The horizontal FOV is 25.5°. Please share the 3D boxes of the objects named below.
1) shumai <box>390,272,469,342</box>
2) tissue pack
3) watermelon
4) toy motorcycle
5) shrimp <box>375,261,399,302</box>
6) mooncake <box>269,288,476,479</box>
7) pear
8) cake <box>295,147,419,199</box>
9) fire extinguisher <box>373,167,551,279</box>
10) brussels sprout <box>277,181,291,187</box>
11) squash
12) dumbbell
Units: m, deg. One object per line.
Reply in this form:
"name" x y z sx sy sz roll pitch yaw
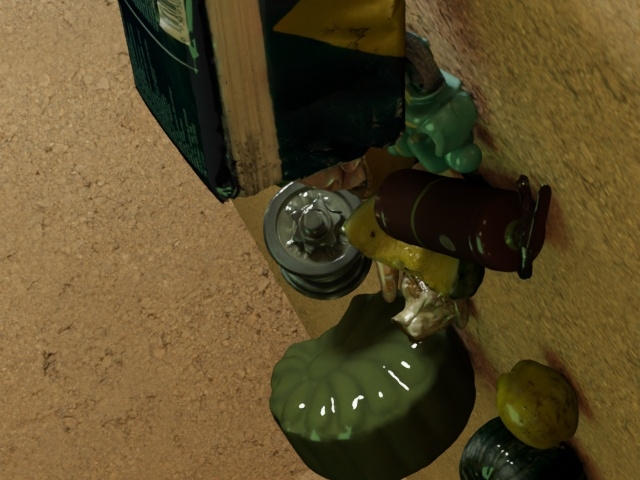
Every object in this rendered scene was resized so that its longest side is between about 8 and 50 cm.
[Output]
"shumai" 0.162 0.100 2.218 0.145 0.116 0.145 56 172 13
"tissue pack" -0.072 -0.281 1.411 0.264 0.253 0.417 50 155 42
"watermelon" 0.137 -0.004 1.925 0.301 0.129 0.123 27 149 57
"toy motorcycle" 0.110 -0.160 1.653 0.198 0.109 0.296 49 170 -9
"shrimp" 0.104 -0.012 2.267 0.152 0.046 0.219 -89 -7 -66
"mooncake" 0.086 0.250 2.435 0.351 0.351 0.187 45 168 52
"pear" 0.299 0.228 1.954 0.131 0.107 0.107 60 171 1
"cake" 0.021 -0.137 1.946 0.185 0.178 0.208 53 174 18
"fire extinguisher" 0.179 -0.037 1.691 0.341 0.105 0.141 -162 62 -65
"brussels sprout" -0.051 -0.154 2.442 0.149 0.122 0.151 54 172 9
"squash" 0.313 0.371 2.191 0.218 0.172 0.218 23 117 58
"dumbbell" 0.000 0.000 2.441 0.179 0.179 0.406 55 178 9
